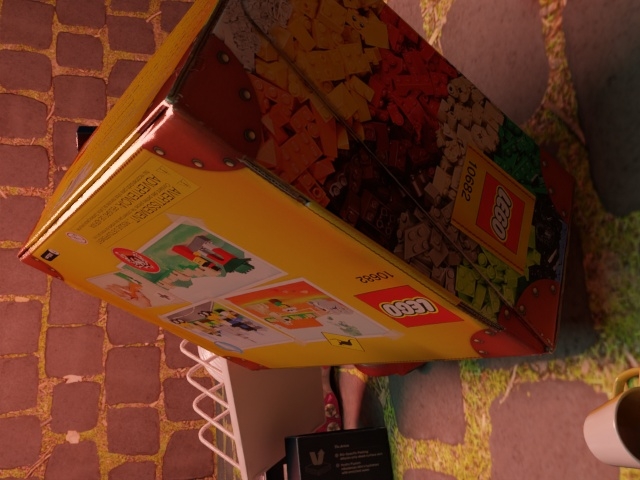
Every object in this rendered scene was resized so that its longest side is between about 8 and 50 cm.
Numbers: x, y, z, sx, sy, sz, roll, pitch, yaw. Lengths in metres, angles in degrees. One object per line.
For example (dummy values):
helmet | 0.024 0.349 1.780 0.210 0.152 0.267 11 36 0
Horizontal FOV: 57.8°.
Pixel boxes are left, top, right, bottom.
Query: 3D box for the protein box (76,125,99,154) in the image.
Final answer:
protein box | -0.276 -0.110 0.924 0.200 0.201 0.135 -148 58 -65

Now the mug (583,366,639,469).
mug | 0.253 0.151 0.470 0.062 0.078 0.064 48 157 14

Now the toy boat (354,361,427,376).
toy boat | 0.098 0.128 0.828 0.151 0.151 0.231 66 172 -26

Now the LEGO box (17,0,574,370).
LEGO box | -0.062 -0.018 0.632 0.500 0.373 0.193 -19 46 51

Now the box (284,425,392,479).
box | 0.031 0.395 0.951 0.093 0.156 0.158 133 135 -65

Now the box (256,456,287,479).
box | -0.069 0.501 1.250 0.207 0.153 0.108 135 133 -63

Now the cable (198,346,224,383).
cable | -0.149 0.230 1.324 0.257 0.257 0.089 -77 5 -47

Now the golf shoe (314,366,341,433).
golf shoe | -0.030 0.271 1.206 0.140 0.115 0.306 154 116 -73

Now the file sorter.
file sorter | -0.125 0.228 1.018 0.173 0.193 0.277 16 121 41
